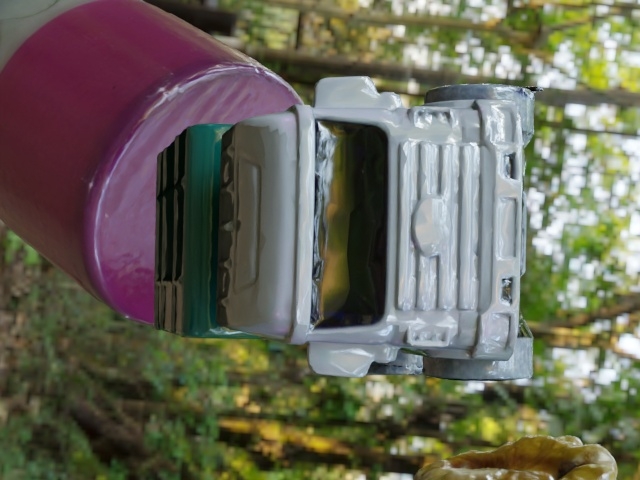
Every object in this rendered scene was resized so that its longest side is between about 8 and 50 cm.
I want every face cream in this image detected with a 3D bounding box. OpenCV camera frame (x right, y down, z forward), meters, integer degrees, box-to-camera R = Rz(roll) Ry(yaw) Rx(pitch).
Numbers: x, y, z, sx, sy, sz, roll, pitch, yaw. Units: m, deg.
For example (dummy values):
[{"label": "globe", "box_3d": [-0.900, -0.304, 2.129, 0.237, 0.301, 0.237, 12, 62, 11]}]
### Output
[{"label": "face cream", "box_3d": [-0.126, -0.062, 0.871, 0.195, 0.175, 0.175, 32, -55, 40]}]

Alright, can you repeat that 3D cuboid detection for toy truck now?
[{"label": "toy truck", "box_3d": [0.000, 0.000, 0.549, 0.253, 0.124, 0.114, 168, -77, -79]}]

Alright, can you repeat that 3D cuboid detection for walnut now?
[{"label": "walnut", "box_3d": [0.160, 0.212, 1.127, 0.143, 0.170, 0.069, -52, 133, -74]}]
